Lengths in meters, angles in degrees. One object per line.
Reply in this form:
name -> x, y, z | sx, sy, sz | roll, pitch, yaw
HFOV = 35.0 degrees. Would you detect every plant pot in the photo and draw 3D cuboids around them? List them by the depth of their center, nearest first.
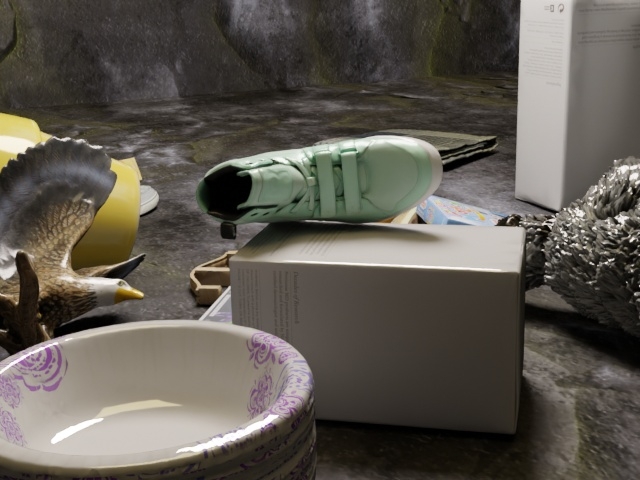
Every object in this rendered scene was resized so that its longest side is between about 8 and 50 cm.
plant pot -> -0.404, -0.047, 1.504 | 0.238, 0.254, 0.254 | 9, 11, -27

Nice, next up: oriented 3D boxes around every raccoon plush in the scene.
raccoon plush -> 0.337, 0.084, 1.203 | 0.446, 0.216, 0.299 | -29, 19, 35

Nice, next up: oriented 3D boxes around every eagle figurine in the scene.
eagle figurine -> -0.318, 0.045, 1.211 | 0.225, 0.226, 0.298 | 31, 24, -22

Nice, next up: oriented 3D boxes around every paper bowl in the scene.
paper bowl -> -0.144, 0.179, 0.833 | 0.284, 0.148, 0.284 | -1, 17, 0

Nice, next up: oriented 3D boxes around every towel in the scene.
towel -> 0.197, -0.207, 2.316 | 0.324, 0.056, 0.312 | 9, 16, 39

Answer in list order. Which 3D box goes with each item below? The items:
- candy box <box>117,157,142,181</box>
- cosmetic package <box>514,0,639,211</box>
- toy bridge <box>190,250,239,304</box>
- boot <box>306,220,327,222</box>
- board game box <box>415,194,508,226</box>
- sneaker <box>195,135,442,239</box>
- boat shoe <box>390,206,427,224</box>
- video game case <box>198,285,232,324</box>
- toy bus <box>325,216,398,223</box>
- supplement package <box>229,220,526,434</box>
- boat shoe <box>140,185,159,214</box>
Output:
candy box -> -0.445, -0.104, 1.923 | 0.186, 0.053, 0.109 | -19, -3, -43
cosmetic package -> 0.485, -0.258, 1.852 | 0.217, 0.385, 0.156 | -6, 18, -24
toy bridge -> -0.155, 0.052, 1.482 | 0.063, 0.026, 0.188 | 0, 16, 8
boot -> 0.000, 0.000, 1.538 | 0.189, 0.086, 0.069 | 7, 18, 27
board game box -> 0.265, -0.013, 1.544 | 0.211, 0.039, 0.160 | 13, 14, -12
sneaker -> -0.006, -0.054, 1.078 | 0.255, 0.094, 0.151 | -7, 5, 22
boat shoe -> 0.129, -0.014, 1.622 | 0.072, 0.068, 0.190 | -7, 13, 23
video game case -> -0.063, 0.100, 1.317 | 0.173, 0.022, 0.190 | 3, 17, 12
toy bus -> 0.080, -0.071, 1.732 | 0.130, 0.108, 0.332 | 9, 19, 30
supplement package -> 0.069, 0.084, 1.086 | 0.292, 0.175, 0.177 | 2, 15, 14
boat shoe -> -0.384, -0.079, 1.848 | 0.079, 0.081, 0.227 | 11, 21, 36
